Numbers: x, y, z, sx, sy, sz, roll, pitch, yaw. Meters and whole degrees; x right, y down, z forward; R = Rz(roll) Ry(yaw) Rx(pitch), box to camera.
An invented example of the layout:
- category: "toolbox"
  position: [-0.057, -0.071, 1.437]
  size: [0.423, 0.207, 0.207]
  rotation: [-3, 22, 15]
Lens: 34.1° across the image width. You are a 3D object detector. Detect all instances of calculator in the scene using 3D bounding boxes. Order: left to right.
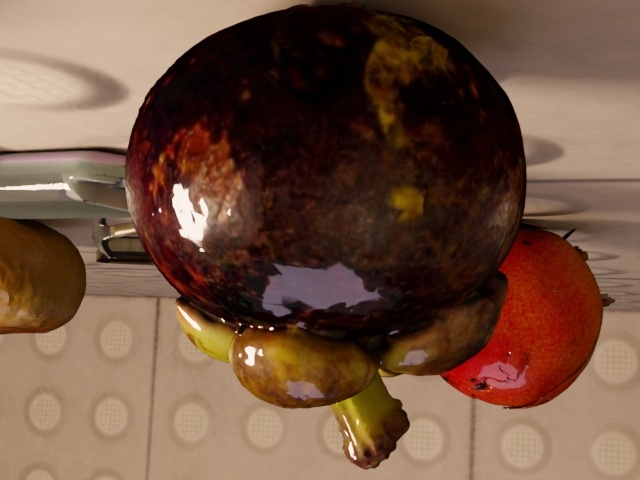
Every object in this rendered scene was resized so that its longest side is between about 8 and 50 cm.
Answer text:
- category: "calculator"
  position: [-0.245, -0.047, 0.936]
  size: [0.246, 0.045, 0.141]
  rotation: [0, 173, 27]

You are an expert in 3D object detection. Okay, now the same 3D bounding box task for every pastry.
- category: "pastry"
  position: [-0.469, 0.038, 1.320]
  size: [0.356, 0.164, 0.356]
  rotation: [2, 168, 0]

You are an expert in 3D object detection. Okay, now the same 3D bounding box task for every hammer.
- category: "hammer"
  position: [-0.184, -0.017, 1.182]
  size: [0.182, 0.062, 0.017]
  rotation: [-8, 171, 25]

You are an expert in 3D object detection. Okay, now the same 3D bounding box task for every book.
- category: "book"
  position: [-0.269, 0.020, 1.650]
  size: [0.160, 0.024, 0.228]
  rotation: [2, 173, -16]

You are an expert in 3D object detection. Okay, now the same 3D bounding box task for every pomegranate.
- category: "pomegranate"
  position: [0.218, 0.076, 1.161]
  size: [0.235, 0.210, 0.210]
  rotation: [-22, -174, -28]

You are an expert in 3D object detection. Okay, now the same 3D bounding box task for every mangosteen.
- category: "mangosteen"
  position: [0.004, 0.000, 0.495]
  size: [0.192, 0.217, 0.192]
  rotation: [-2, 178, 0]
